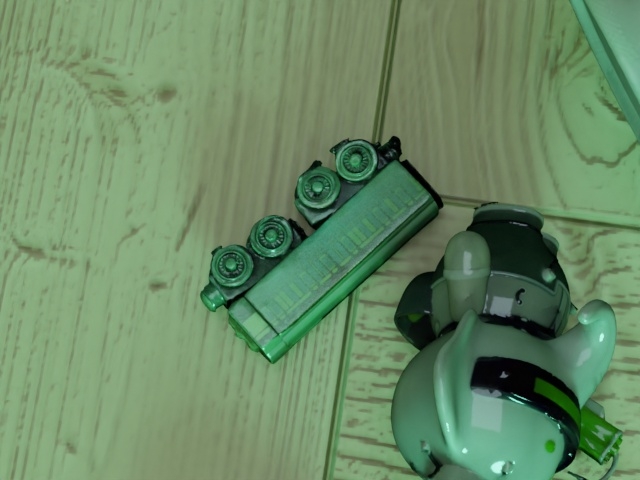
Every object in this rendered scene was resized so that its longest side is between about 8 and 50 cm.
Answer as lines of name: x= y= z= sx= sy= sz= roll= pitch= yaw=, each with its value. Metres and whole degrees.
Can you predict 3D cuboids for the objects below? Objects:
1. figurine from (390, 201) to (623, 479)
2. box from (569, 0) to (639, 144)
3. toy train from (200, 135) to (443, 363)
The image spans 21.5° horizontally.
figurine: x=0.094 y=0.074 z=0.902 sx=0.126 sy=0.147 sz=0.192 roll=4 pitch=58 yaw=21
box: x=0.261 y=-0.107 z=0.897 sx=0.206 sy=0.262 sz=0.291 roll=-26 pitch=87 yaw=9
toy train: x=0.000 y=0.000 z=0.963 sx=0.148 sy=0.038 sz=0.071 roll=-42 pitch=82 yaw=-8
